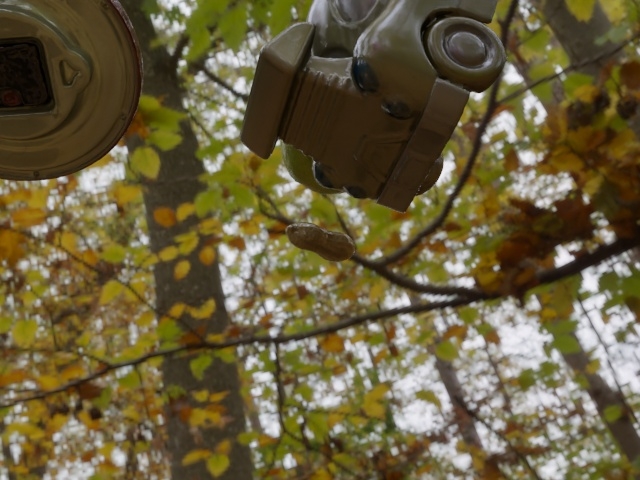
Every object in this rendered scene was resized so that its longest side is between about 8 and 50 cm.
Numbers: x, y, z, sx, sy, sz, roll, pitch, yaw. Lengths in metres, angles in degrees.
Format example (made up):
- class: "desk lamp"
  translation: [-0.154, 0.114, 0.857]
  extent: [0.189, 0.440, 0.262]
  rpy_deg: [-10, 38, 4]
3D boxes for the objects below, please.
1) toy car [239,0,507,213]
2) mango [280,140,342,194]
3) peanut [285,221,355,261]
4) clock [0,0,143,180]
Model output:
- class: "toy car"
  translation: [0.075, -0.224, 1.028]
  extent: [0.226, 0.335, 0.242]
  rpy_deg: [20, -30, -2]
- class: "mango"
  translation: [0.058, -0.193, 1.277]
  extent: [0.293, 0.175, 0.143]
  rpy_deg: [-52, -48, 3]
- class: "peanut"
  translation: [0.000, 0.000, 1.070]
  extent: [0.083, 0.037, 0.037]
  rpy_deg: [24, -49, -15]
- class: "clock"
  translation: [-0.384, -0.216, 1.194]
  extent: [0.319, 0.080, 0.318]
  rpy_deg: [-1, -60, -2]
